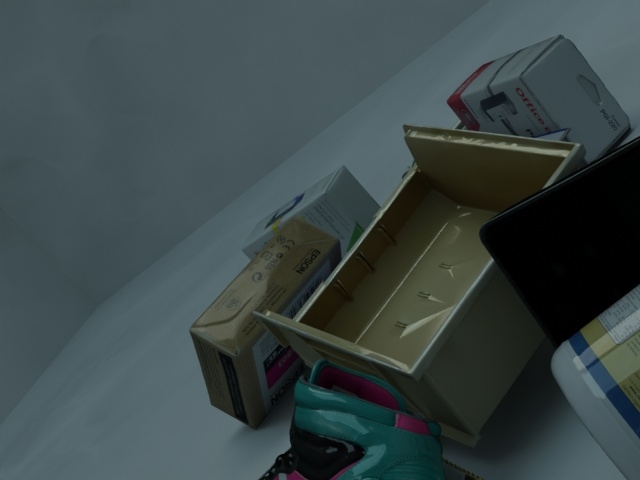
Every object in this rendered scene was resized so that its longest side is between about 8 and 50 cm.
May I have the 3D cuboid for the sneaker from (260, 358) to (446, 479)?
[{"bbox_3d":[-0.004,0.190,0.866,0.295,0.124,0.178,-21,53,50],"label":"sneaker"}]

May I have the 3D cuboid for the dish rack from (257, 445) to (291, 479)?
[{"bbox_3d":[-0.011,0.262,1.083,0.271,0.074,0.208,-44,13,-21],"label":"dish rack"}]

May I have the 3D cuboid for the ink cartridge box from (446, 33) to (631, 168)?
[{"bbox_3d":[0.289,-0.171,1.449,0.092,0.158,0.218,-44,11,-17],"label":"ink cartridge box"}]

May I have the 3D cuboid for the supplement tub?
[{"bbox_3d":[0.265,0.072,0.684,0.200,0.144,0.144,-39,12,10],"label":"supplement tub"}]

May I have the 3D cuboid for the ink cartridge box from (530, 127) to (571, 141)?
[{"bbox_3d":[0.163,0.001,1.396,0.307,0.072,0.304,-47,17,-23],"label":"ink cartridge box"}]

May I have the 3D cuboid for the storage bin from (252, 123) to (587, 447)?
[{"bbox_3d":[0.106,0.028,1.041,0.260,0.123,0.262,16,62,51],"label":"storage bin"}]

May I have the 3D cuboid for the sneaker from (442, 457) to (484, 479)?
[{"bbox_3d":[0.090,0.226,0.881,0.084,0.069,0.185,-44,10,-15],"label":"sneaker"}]

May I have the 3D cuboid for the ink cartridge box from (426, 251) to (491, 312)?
[{"bbox_3d":[0.183,0.051,1.156,0.143,0.090,0.092,-41,12,-1],"label":"ink cartridge box"}]

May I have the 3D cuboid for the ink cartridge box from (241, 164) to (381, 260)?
[{"bbox_3d":[0.000,0.000,1.773,0.212,0.154,0.093,-31,17,38],"label":"ink cartridge box"}]

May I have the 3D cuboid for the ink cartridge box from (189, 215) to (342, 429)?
[{"bbox_3d":[-0.064,0.114,1.494,0.234,0.088,0.193,-49,-29,-28],"label":"ink cartridge box"}]

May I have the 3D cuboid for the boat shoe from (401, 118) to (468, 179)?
[{"bbox_3d":[0.176,-0.092,1.682,0.302,0.094,0.109,-44,11,-14],"label":"boat shoe"}]

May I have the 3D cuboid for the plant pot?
[{"bbox_3d":[0.278,-0.001,0.864,0.187,0.188,0.167,-32,3,41],"label":"plant pot"}]
